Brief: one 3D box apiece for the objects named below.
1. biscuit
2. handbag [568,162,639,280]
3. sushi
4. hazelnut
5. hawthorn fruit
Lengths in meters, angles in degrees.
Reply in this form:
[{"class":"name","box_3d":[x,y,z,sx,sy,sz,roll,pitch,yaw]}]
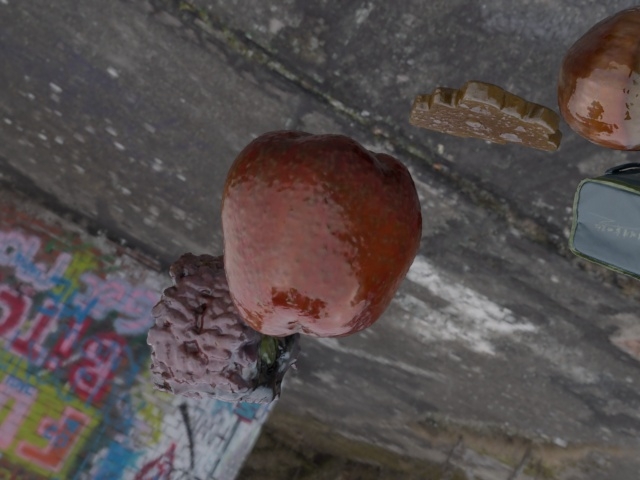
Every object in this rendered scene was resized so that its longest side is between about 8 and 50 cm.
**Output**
[{"class":"biscuit","box_3d":[0.275,-0.224,1.382,0.301,0.043,0.278,11,174,41]},{"class":"handbag","box_3d":[0.702,-0.050,1.664,0.241,0.222,0.263,-12,-155,-32]},{"class":"sushi","box_3d":[-0.127,0.122,1.131,0.170,0.237,0.270,12,171,15]},{"class":"hazelnut","box_3d":[0.413,-0.215,1.025,0.214,0.214,0.176,16,143,40]},{"class":"hawthorn fruit","box_3d":[0.000,0.000,0.514,0.132,0.138,0.133,15,174,2]}]
